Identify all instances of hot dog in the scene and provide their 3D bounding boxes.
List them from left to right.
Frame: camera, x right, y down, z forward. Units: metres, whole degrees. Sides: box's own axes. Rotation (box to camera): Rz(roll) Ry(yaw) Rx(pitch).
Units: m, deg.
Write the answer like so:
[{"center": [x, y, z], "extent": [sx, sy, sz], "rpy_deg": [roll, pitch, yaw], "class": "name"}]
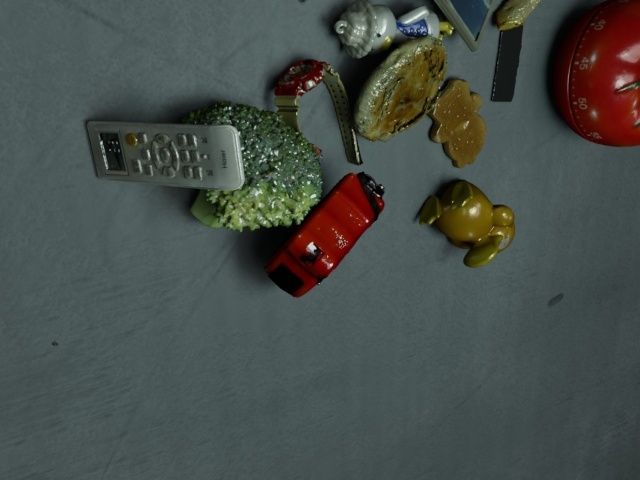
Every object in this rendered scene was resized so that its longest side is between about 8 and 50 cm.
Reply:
[{"center": [0.479, -0.564, 1.595], "extent": [0.169, 0.078, 0.061], "rpy_deg": [-52, 142, 0], "class": "hot dog"}]

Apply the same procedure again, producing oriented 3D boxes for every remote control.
[{"center": [-0.266, -0.154, 1.150], "extent": [0.055, 0.312, 0.109], "rpy_deg": [-41, 132, -53], "class": "remote control"}]

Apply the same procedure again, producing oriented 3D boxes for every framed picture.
[{"center": [0.333, -0.578, 1.478], "extent": [0.189, 0.023, 0.260], "rpy_deg": [41, 62, -36], "class": "framed picture"}]

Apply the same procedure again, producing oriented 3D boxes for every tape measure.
[{"center": [0.000, 0.001, 1.385], "extent": [0.114, 0.260, 0.253], "rpy_deg": [43, 56, -3], "class": "tape measure"}]

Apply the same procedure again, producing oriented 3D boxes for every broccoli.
[{"center": [-0.145, -0.133, 1.258], "extent": [0.288, 0.235, 0.260], "rpy_deg": [43, 87, 6], "class": "broccoli"}]

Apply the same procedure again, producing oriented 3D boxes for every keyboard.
[{"center": [0.468, -0.447, 1.665], "extent": [0.074, 0.015, 0.197], "rpy_deg": [-6, 110, -27], "class": "keyboard"}]

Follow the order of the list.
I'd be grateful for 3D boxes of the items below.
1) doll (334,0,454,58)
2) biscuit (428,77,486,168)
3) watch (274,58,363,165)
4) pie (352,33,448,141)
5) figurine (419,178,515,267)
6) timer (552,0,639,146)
[{"center": [0.154, -0.442, 1.402], "extent": [0.293, 0.138, 0.119], "rpy_deg": [-7, 67, -33], "class": "doll"}, {"center": [0.340, -0.284, 1.630], "extent": [0.166, 0.036, 0.225], "rpy_deg": [-47, 128, -9], "class": "biscuit"}, {"center": [0.000, -0.243, 1.391], "extent": [0.165, 0.102, 0.268], "rpy_deg": [-41, 127, -32], "class": "watch"}, {"center": [0.177, -0.319, 1.433], "extent": [0.274, 0.055, 0.274], "rpy_deg": [-35, 153, -21], "class": "pie"}, {"center": [0.383, -0.048, 1.663], "extent": [0.215, 0.215, 0.228], "rpy_deg": [-40, 101, -14], "class": "figurine"}, {"center": [0.778, -0.431, 1.707], "extent": [0.377, 0.279, 0.378], "rpy_deg": [-11, 113, -27], "class": "timer"}]
